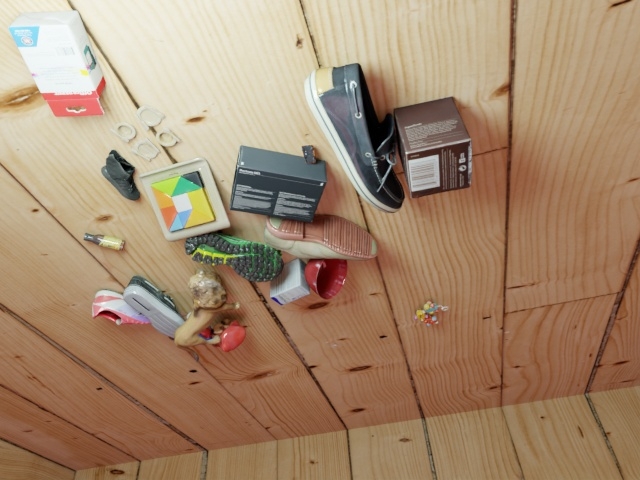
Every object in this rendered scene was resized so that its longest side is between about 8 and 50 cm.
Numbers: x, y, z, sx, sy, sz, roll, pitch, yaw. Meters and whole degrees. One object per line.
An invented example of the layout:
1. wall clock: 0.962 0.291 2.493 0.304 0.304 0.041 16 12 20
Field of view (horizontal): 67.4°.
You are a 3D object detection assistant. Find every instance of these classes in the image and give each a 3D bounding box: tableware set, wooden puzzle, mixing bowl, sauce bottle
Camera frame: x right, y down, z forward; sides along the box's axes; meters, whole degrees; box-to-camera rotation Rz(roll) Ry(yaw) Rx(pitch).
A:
1. tableware set: -0.484 -0.295 1.336 0.168 0.020 0.141 -24 135 22
2. wooden puzzle: -0.415 -0.117 1.467 0.221 0.044 0.239 -14 113 11
3. mixing bowl: 0.007 0.114 1.750 0.098 0.181 0.181 18 153 37
4. sauce bottle: -0.738 0.002 1.637 0.128 0.042 0.042 14 135 -18

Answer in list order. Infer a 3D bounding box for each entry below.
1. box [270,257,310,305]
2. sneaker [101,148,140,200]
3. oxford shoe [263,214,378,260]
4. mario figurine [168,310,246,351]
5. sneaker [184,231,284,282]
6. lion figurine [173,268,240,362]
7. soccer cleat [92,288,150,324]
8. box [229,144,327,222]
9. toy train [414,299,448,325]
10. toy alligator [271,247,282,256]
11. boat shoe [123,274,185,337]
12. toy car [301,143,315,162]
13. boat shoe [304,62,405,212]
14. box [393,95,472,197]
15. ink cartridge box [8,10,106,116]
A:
1. box: -0.115 0.155 1.793 0.137 0.126 0.072 -24 136 22
2. sneaker: -0.579 -0.190 1.423 0.089 0.051 0.170 -19 133 23
3. oxford shoe: 0.000 0.000 1.635 0.397 0.140 0.146 17 141 -8
4. mario figurine: -0.471 0.384 2.060 0.320 0.170 0.198 -1 176 12
5. sneaker: -0.286 0.037 1.645 0.343 0.146 0.134 21 99 -14
6. lion figurine: -0.461 0.299 1.829 0.240 0.142 0.392 19 97 -60
7. soccer cleat: -0.744 0.297 1.911 0.318 0.116 0.108 24 132 -27
8. box: -0.130 -0.167 1.447 0.261 0.103 0.184 9 140 -13
9. toy train: 0.476 0.308 2.075 0.125 0.046 0.166 8 140 -15
10. toy alligator: -0.182 0.050 1.729 0.189 0.056 0.051 -29 92 26
11. boat shoe: -0.620 0.257 1.873 0.121 0.119 0.335 -16 131 18
12. toy car: 0.001 -0.270 1.385 0.122 0.040 0.060 -21 115 22
13. boat shoe: 0.138 -0.261 1.305 0.156 0.187 0.500 -17 132 23
14. box: 0.302 -0.253 1.306 0.167 0.203 0.168 -11 138 8
15. ink cartridge box: -0.611 -0.415 1.147 0.134 0.078 0.231 -2 138 -1
